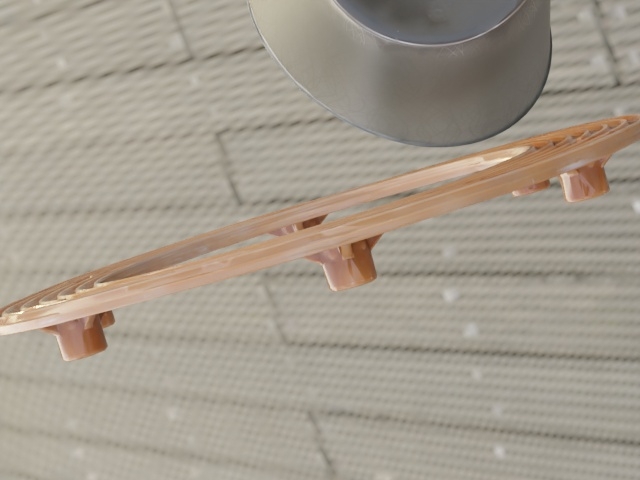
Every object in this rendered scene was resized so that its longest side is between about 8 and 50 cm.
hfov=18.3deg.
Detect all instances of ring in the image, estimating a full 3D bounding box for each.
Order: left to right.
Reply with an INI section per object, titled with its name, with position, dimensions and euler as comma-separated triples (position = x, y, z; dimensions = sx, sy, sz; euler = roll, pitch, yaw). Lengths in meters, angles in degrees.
[ring]
position = 0.000, 0.000, 0.971
dimensions = 0.336, 0.336, 0.032
euler = -11, 96, 57

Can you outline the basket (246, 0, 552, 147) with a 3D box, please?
[basket]
position = 0.053, -0.151, 1.126
dimensions = 0.204, 0.154, 0.227
euler = 32, 175, 0
